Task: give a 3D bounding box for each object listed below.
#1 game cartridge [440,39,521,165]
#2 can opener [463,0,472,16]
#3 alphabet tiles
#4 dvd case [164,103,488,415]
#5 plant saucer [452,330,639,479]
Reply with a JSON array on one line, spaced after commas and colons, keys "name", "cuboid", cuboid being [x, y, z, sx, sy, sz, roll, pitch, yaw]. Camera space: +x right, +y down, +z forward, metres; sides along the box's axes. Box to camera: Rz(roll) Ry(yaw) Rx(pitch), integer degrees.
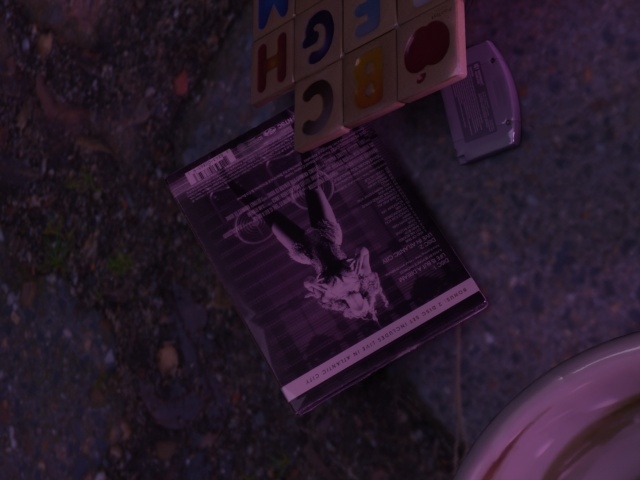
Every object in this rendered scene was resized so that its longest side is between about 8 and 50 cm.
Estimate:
[{"name": "game cartridge", "cuboid": [0.119, -0.103, 0.823, 0.056, 0.017, 0.083, -19, 77, 36]}, {"name": "can opener", "cuboid": [0.099, -0.273, 0.809, 0.095, 0.076, 0.283, 28, 102, 31]}, {"name": "alphabet tiles", "cuboid": [0.037, -0.248, 0.821, 0.285, 0.011, 0.342, -19, 65, 47]}, {"name": "dvd case", "cuboid": [0.000, 0.000, 0.848, 0.165, 0.018, 0.221, -30, 68, -4]}, {"name": "plant saucer", "cuboid": [0.256, 0.247, 0.660, 0.400, 0.100, 0.400, -2, 87, 34]}]
